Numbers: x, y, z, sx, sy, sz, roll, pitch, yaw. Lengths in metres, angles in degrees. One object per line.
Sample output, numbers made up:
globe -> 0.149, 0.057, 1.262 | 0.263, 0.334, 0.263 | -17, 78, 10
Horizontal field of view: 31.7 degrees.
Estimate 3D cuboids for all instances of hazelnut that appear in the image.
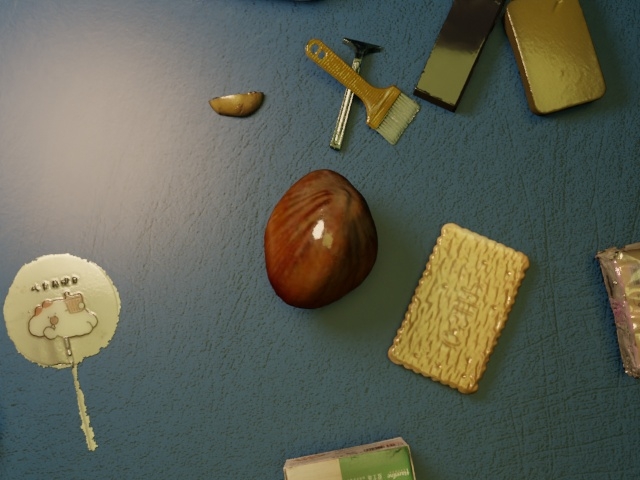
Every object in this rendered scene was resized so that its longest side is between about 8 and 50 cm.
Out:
hazelnut -> 0.010, 0.002, 1.756 | 0.210, 0.210, 0.186 | -46, 126, -5

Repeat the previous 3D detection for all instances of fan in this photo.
fan -> -0.406, 0.181, 1.825 | 0.191, 0.009, 0.329 | -12, 84, -2

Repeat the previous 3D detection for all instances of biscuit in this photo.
biscuit -> 0.225, 0.110, 1.827 | 0.160, 0.030, 0.249 | 23, 84, 1

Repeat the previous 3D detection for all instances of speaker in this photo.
speaker -> 0.233, -0.327, 1.865 | 0.082, 0.044, 0.218 | 23, 85, 2

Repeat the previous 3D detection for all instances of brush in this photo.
brush -> 0.061, -0.253, 1.845 | 0.218, 0.010, 0.082 | 37, 84, -14
brush -> 0.383, -0.310, 1.858 | 0.123, 0.059, 0.197 | -16, 85, -5

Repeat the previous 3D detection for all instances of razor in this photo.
razor -> 0.046, -0.242, 1.860 | 0.066, 0.033, 0.190 | 15, 85, 2

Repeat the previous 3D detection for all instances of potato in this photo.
potato -> -0.137, -0.222, 1.855 | 0.093, 0.037, 0.036 | -9, 89, -2

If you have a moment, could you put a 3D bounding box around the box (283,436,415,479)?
box -> 0.045, 0.364, 1.748 | 0.199, 0.135, 0.081 | -9, 85, 0

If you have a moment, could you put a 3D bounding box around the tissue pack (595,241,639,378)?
tissue pack -> 0.593, 0.087, 1.788 | 0.257, 0.123, 0.215 | -13, 87, -1
